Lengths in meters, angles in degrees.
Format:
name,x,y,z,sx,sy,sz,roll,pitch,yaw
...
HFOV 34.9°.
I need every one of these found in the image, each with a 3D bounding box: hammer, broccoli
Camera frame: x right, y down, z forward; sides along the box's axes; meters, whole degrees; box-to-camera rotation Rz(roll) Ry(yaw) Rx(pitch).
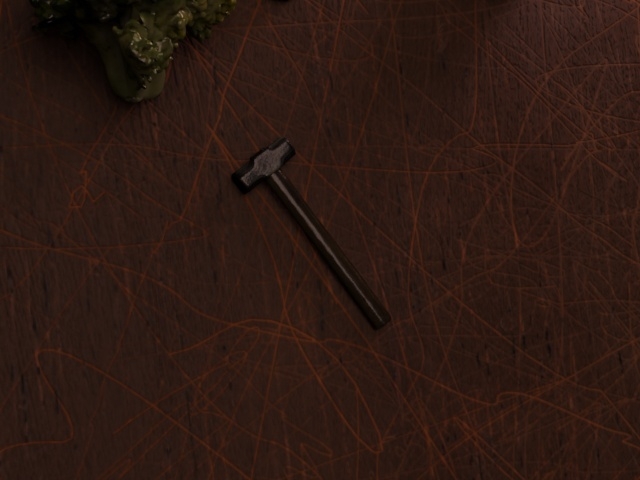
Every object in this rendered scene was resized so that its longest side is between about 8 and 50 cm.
name,x,y,z,sx,sy,sz,roll,pitch,yaw
hammer,0.000,0.000,1.721,0.111,0.043,0.365,-39,97,-19
broccoli,-0.297,-0.360,1.589,0.293,0.348,0.281,14,113,22
